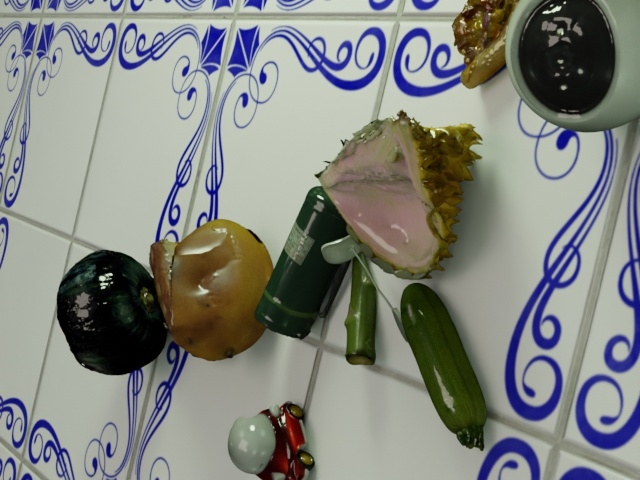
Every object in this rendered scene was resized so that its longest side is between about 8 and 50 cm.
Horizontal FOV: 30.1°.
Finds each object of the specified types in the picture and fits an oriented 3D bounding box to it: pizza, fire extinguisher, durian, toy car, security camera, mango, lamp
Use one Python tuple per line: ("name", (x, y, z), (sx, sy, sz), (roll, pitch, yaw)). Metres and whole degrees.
("pizza", (-0.227, 0.097, 2.060), (0.305, 0.085, 0.161), (-123, 32, -48))
("fire extinguisher", (0.000, 0.000, 1.764), (0.118, 0.093, 0.294), (38, 111, 37))
("durian", (0.113, -0.044, 1.573), (0.305, 0.185, 0.196), (-29, 75, 56))
("pizza", (0.233, -0.317, 1.552), (0.127, 0.058, 0.246), (46, 116, 51))
("toy car", (-0.082, 0.309, 1.765), (0.112, 0.112, 0.139), (-55, 40, 29))
("security camera", (0.304, -0.237, 1.322), (0.194, 0.194, 0.236), (5, 88, 55))
("mango", (-0.155, 0.076, 1.901), (0.136, 0.166, 0.236), (106, 164, -67))
("lamp", (0.067, 0.071, 1.656), (0.198, 0.056, 0.050), (58, 171, 39))

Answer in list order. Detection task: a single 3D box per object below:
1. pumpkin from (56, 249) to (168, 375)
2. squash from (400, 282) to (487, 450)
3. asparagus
("pumpkin", (-0.371, 0.132, 2.131), (0.163, 0.233, 0.233), (-16, 61, 11))
("squash", (0.154, 0.151, 1.517), (0.069, 0.069, 0.258), (-51, 43, 33))
("asparagus", (0.060, 0.097, 1.695), (0.045, 0.041, 0.178), (-9, 53, 19))
